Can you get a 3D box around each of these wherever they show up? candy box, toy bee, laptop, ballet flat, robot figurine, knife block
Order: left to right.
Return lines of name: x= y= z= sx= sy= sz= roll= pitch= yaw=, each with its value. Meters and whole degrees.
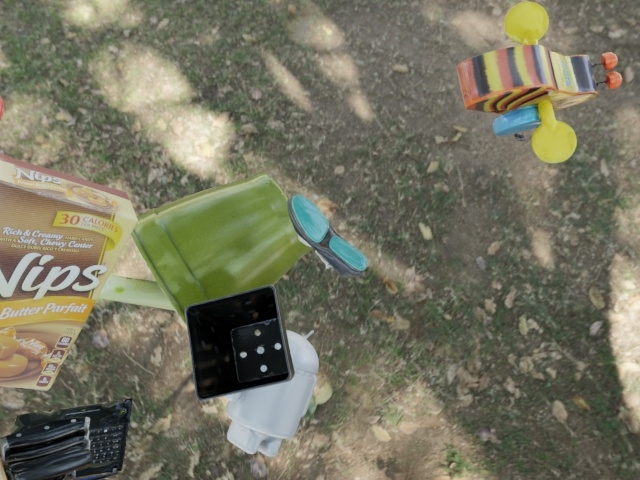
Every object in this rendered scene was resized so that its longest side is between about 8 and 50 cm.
knife block: x=-0.387 y=0.264 z=0.628 sx=0.242 sy=0.275 sz=0.088 roll=-49 pitch=43 yaw=-11
candy box: x=-0.406 y=0.055 z=0.805 sx=0.183 sy=0.316 sz=0.087 roll=18 pitch=23 yaw=-40
laptop: x=-0.486 y=0.368 z=1.062 sx=0.234 sy=0.136 sz=0.264 roll=-7 pitch=37 yaw=-4
robot figurine: x=-0.128 y=0.393 z=1.598 sx=0.200 sy=0.300 sz=0.353 roll=12 pitch=77 yaw=43
ballet flat: x=0.000 y=0.000 z=1.121 sx=0.203 sy=0.074 sz=0.074 roll=43 pitch=65 yaw=-13
toy bee: x=0.293 y=-0.213 z=0.763 sx=0.298 sy=0.162 sz=0.195 roll=-45 pitch=116 yaw=-55

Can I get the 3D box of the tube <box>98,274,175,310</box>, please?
tube: x=-0.389 y=0.121 z=1.348 sx=0.240 sy=0.070 sz=0.062 roll=11 pitch=76 yaw=-15

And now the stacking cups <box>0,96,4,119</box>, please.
stacking cups: x=-0.443 y=-0.194 z=0.551 sx=0.096 sy=0.316 sz=0.096 roll=-8 pitch=70 yaw=23

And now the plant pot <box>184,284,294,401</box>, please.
plant pot: x=-0.146 y=0.216 z=1.198 sx=0.188 sy=0.167 sz=0.187 roll=-14 pitch=71 yaw=6

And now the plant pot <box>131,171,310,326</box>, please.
plant pot: x=-0.228 y=0.013 z=1.469 sx=0.353 sy=0.366 sz=0.366 roll=-32 pitch=71 yaw=-10
